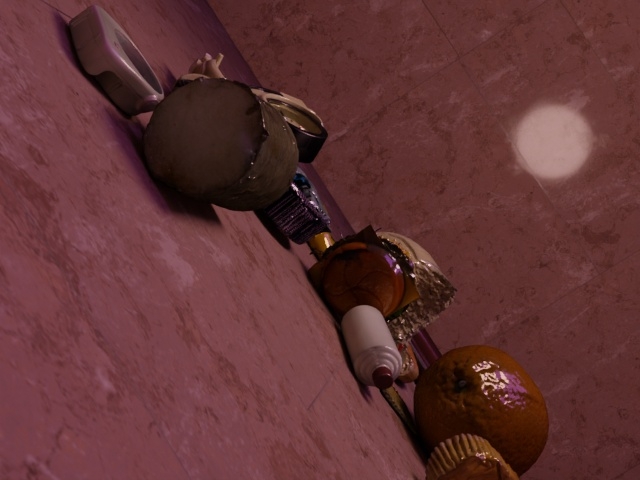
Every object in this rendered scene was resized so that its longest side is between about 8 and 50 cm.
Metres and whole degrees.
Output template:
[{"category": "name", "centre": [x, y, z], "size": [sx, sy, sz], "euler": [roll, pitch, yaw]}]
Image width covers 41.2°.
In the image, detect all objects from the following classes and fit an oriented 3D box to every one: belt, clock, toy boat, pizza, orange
[{"category": "belt", "centre": [-0.098, -0.128, 1.972], "size": [0.260, 0.122, 0.325], "euler": [44, 10, -34]}, {"category": "clock", "centre": [-0.164, -0.288, 1.850], "size": [0.379, 0.120, 0.276], "euler": [20, 23, -33]}, {"category": "toy boat", "centre": [0.170, 0.288, 2.091], "size": [0.185, 0.089, 0.071], "euler": [96, -27, -75]}, {"category": "pizza", "centre": [0.215, 0.303, 2.396], "size": [0.182, 0.074, 0.365], "euler": [58, 7, -13]}, {"category": "orange", "centre": [0.376, 0.411, 2.016], "size": [0.322, 0.322, 0.357], "euler": [62, 3, 38]}, {"category": "clock", "centre": [-0.303, -0.260, 1.317], "size": [0.191, 0.062, 0.151], "euler": [51, 8, -47]}]

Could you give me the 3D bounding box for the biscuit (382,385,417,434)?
[{"category": "biscuit", "centre": [0.166, 0.360, 2.015], "size": [0.203, 0.016, 0.144], "euler": [55, 7, -26]}]

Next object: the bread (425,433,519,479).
[{"category": "bread", "centre": [0.315, 0.512, 1.693], "size": [0.250, 0.179, 0.133], "euler": [56, 2, -9]}]

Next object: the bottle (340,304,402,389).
[{"category": "bottle", "centre": [0.111, 0.237, 1.824], "size": [0.104, 0.104, 0.245], "euler": [54, 6, -25]}]

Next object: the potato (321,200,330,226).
[{"category": "potato", "centre": [-0.025, -0.088, 2.478], "size": [0.170, 0.080, 0.107], "euler": [51, -3, -32]}]

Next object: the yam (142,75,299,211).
[{"category": "yam", "centre": [-0.146, -0.147, 1.355], "size": [0.195, 0.195, 0.300], "euler": [58, 6, 6]}]

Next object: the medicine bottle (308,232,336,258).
[{"category": "medicine bottle", "centre": [0.000, 0.000, 2.291], "size": [0.260, 0.064, 0.095], "euler": [56, 16, -16]}]

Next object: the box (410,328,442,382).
[{"category": "box", "centre": [0.324, 0.371, 2.714], "size": [0.403, 0.108, 0.263], "euler": [56, 6, -8]}]

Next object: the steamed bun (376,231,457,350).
[{"category": "steamed bun", "centre": [0.207, 0.119, 2.202], "size": [0.273, 0.272, 0.290], "euler": [-99, 167, -46]}]

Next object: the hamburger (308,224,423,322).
[{"category": "hamburger", "centre": [0.106, 0.082, 1.982], "size": [0.261, 0.243, 0.138], "euler": [54, 25, -7]}]
